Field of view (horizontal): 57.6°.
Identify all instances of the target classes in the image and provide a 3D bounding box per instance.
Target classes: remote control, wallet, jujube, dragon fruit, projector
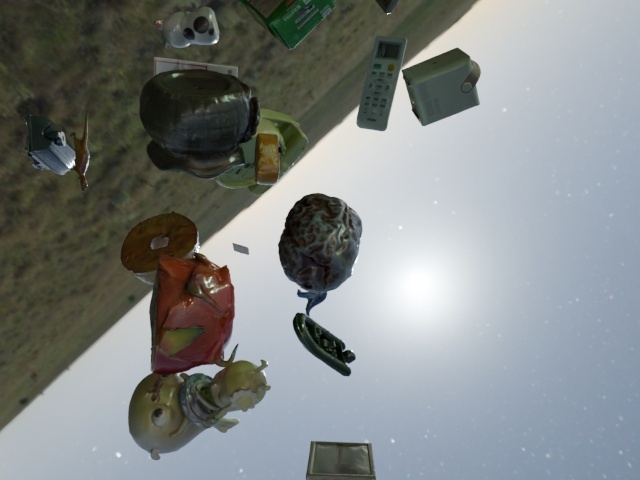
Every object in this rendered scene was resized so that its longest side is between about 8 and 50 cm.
[{"bbox_3d":[0.191,-0.485,1.805,0.051,0.103,0.294,12,91,-69],"label":"remote control"},{"bbox_3d":[-0.343,0.037,2.508,0.083,0.044,0.011,16,-137,25],"label":"wallet"},{"bbox_3d":[0.000,0.000,1.542,0.226,0.226,0.317,-38,-165,26],"label":"jujube"},{"bbox_3d":[-0.291,0.163,1.339,0.189,0.291,0.290,2,171,-20],"label":"dragon fruit"},{"bbox_3d":[0.408,-0.511,1.922,0.242,0.177,0.163,-23,-146,4],"label":"projector"}]

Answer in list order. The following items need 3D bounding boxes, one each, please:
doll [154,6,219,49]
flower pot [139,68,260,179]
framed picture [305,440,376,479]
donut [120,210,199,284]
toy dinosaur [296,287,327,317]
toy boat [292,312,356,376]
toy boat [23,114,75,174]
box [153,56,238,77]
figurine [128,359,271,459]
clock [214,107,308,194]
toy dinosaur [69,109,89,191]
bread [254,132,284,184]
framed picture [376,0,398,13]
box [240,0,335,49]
[{"bbox_3d":[-0.399,-0.650,1.787,0.180,0.110,0.107,-1,-138,14],"label":"doll"},{"bbox_3d":[-0.308,-0.311,1.499,0.302,0.301,0.213,-53,157,-55],"label":"flower pot"},{"bbox_3d":[0.065,0.703,1.864,0.213,0.016,0.289,1,180,3],"label":"framed picture"},{"bbox_3d":[-0.520,0.033,1.932,0.277,0.109,0.278,-9,-135,9],"label":"donut"},{"bbox_3d":[-0.029,0.192,2.226,0.329,0.144,0.076,-54,164,-49],"label":"toy dinosaur"},{"bbox_3d":[0.004,0.230,1.304,0.052,0.210,0.104,-33,-142,20],"label":"toy boat"},{"bbox_3d":[-0.789,-0.263,1.699,0.122,0.114,0.296,-6,170,-9],"label":"toy boat"},{"bbox_3d":[-0.509,-0.619,2.366,0.095,0.330,0.210,-112,-152,-69],"label":"box"},{"bbox_3d":[-0.271,0.398,1.430,0.394,0.274,0.227,-28,-135,22],"label":"figurine"},{"bbox_3d":[-0.233,-0.277,1.804,0.286,0.117,0.348,-45,152,28],"label":"clock"},{"bbox_3d":[-0.575,-0.215,1.415,0.039,0.126,0.162,-3,146,-41],"label":"toy dinosaur"},{"bbox_3d":[-0.146,-0.224,1.627,0.122,0.073,0.149,128,-38,-70],"label":"bread"},{"bbox_3d":[0.140,-0.588,1.064,0.018,0.192,0.265,-19,158,-40],"label":"framed picture"},{"bbox_3d":[-0.093,-0.624,1.502,0.180,0.103,0.250,-42,-130,7],"label":"box"}]
